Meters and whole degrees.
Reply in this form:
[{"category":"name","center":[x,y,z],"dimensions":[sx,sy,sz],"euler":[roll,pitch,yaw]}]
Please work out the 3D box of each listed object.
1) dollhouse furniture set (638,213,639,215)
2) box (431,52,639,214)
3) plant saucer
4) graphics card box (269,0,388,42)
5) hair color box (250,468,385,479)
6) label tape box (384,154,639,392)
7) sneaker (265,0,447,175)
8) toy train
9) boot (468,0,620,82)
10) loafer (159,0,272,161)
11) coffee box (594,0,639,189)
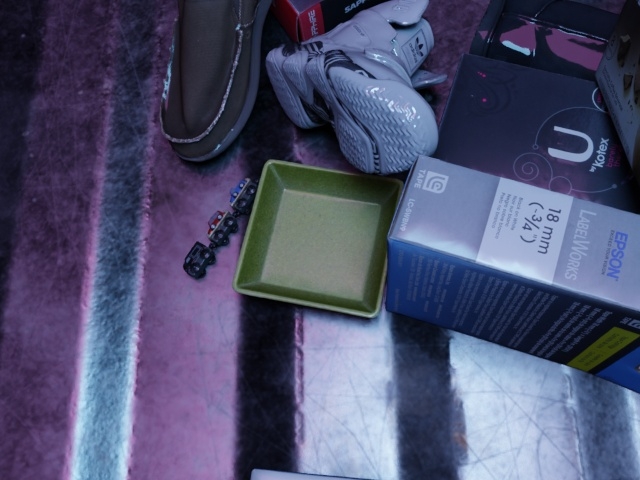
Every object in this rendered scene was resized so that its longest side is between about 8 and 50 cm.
[{"category":"dollhouse furniture set","center":[0.525,0.047,0.664],"dimensions":[0.303,0.198,0.286],"euler":[-30,107,1]},{"category":"box","center":[0.278,-0.099,0.842],"dimensions":[0.270,0.143,0.165],"euler":[15,71,12]},{"category":"plant saucer","center":[0.000,0.000,0.886],"dimensions":[0.188,0.045,0.188],"euler":[10,71,9]},{"category":"graphics card box","center":[0.065,-0.474,1.030],"dimensions":[0.371,0.094,0.233],"euler":[-31,70,-7]},{"category":"hair color box","center":[0.007,0.436,0.689],"dimensions":[0.185,0.113,0.375],"euler":[3,69,7]},{"category":"label tape box","center":[0.243,0.048,0.741],"dimensions":[0.333,0.241,0.106],"euler":[17,71,11]},{"category":"sneaker","center":[0.082,-0.207,0.841],"dimensions":[0.210,0.137,0.366],"euler":[-29,31,-12]},{"category":"toy train","center":[-0.133,-0.020,0.918],"dimensions":[0.036,0.027,0.158],"euler":[27,75,26]},{"category":"boot","center":[0.342,-0.313,0.940],"dimensions":[0.207,0.094,0.246],"euler":[22,76,14]},{"category":"loafer","center":[-0.154,-0.291,0.920],"dimensions":[0.133,0.130,0.366],"euler":[13,91,27]},{"category":"coffee box","center":[0.373,-0.137,0.640],"dimensions":[0.118,0.168,0.297],"euler":[5,47,0]}]
